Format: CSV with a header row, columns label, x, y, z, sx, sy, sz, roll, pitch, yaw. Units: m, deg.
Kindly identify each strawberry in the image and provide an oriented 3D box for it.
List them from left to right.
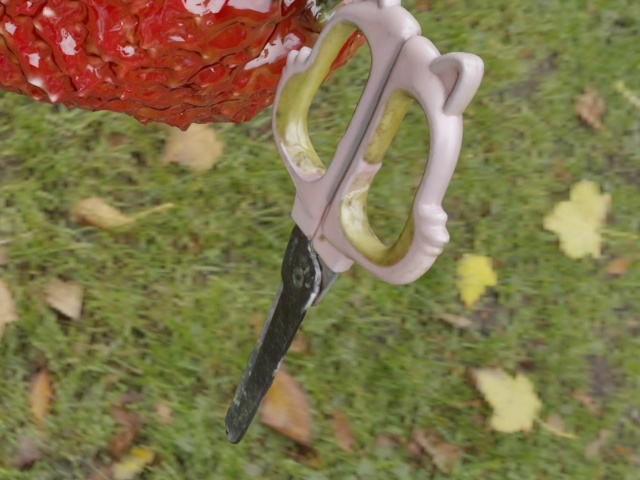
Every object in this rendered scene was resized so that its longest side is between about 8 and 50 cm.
label,x,y,z,sx,sy,sz,roll,pitch,yaw
strawberry,-0.131,-0.184,1.114,0.312,0.351,0.267,48,33,-47

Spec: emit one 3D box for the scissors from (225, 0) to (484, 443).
label,x,y,z,sx,sy,sz,roll,pitch,yaw
scissors,0.000,0.000,0.957,0.024,0.160,0.317,-6,136,-37
